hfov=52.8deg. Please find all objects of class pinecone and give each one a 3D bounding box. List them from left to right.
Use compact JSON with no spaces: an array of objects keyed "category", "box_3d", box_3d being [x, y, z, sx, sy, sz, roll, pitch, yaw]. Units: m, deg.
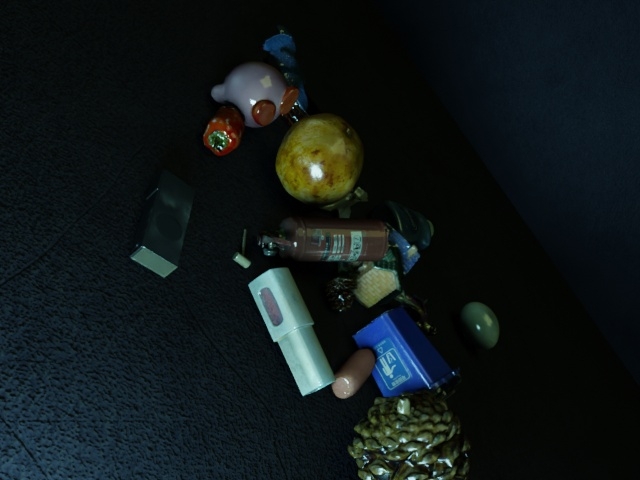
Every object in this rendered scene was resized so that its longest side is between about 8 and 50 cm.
[{"category":"pinecone","box_3d":[0.049,0.126,1.525,0.077,0.077,0.083,16,71,-48]},{"category":"pinecone","box_3d":[0.185,0.425,1.255,0.243,0.243,0.257,-14,76,-59]}]

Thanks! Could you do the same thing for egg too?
[{"category":"egg","box_3d":[0.489,0.262,1.984,0.114,0.114,0.152,7,58,-53]}]

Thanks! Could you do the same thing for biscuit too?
[{"category":"biscuit","box_3d":[-0.051,-0.368,1.889,0.388,0.073,0.107,50,30,-9]}]

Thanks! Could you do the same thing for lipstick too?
[{"category":"lipstick","box_3d":[-0.055,0.182,1.304,0.077,0.079,0.253,-2,63,-58]}]

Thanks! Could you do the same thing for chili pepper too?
[{"category":"chili pepper","box_3d":[-0.225,-0.242,1.490,0.086,0.084,0.192,28,31,-12]}]

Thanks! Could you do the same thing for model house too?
[{"category":"model house","box_3d":[0.154,0.051,1.652,0.166,0.172,0.183,45,31,-19]}]

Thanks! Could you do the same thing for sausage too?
[{"category":"sausage","box_3d":[0.074,0.285,1.400,0.062,0.062,0.154,55,30,1]}]

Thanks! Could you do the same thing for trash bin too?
[{"category":"trash bin","box_3d":[0.200,0.282,1.505,0.235,0.162,0.184,57,28,15]}]

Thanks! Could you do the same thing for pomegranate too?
[{"category":"pomegranate","box_3d":[0.000,-0.204,1.649,0.248,0.248,0.248,36,34,-30]}]

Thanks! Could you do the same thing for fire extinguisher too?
[{"category":"fire extinguisher","box_3d":[0.000,0.000,1.459,0.336,0.147,0.107,0,95,-27]}]

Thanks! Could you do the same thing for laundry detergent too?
[{"category":"laundry detergent","box_3d":[0.273,-0.041,2.002,0.289,0.094,0.143,6,51,-53]}]

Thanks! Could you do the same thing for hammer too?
[{"category":"hammer","box_3d":[-0.165,0.011,1.382,0.035,0.019,0.110,38,31,-28]}]

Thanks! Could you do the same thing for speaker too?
[{"category":"speaker","box_3d":[-0.294,-0.038,1.212,0.082,0.044,0.218,37,34,-29]}]

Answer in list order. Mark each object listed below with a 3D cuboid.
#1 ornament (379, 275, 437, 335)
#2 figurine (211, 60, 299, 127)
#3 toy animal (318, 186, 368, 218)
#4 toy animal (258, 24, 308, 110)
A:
[{"category":"ornament","box_3d":[0.251,0.193,1.736,0.203,0.088,0.081,48,31,-15]},{"category":"figurine","box_3d":[-0.167,-0.371,1.628,0.173,0.173,0.173,36,34,-30]},{"category":"toy animal","box_3d":[0.056,-0.114,1.759,0.219,0.095,0.155,61,25,13]},{"category":"toy animal","box_3d":[-0.092,-0.472,1.724,0.255,0.176,0.239,1,77,-51]}]
